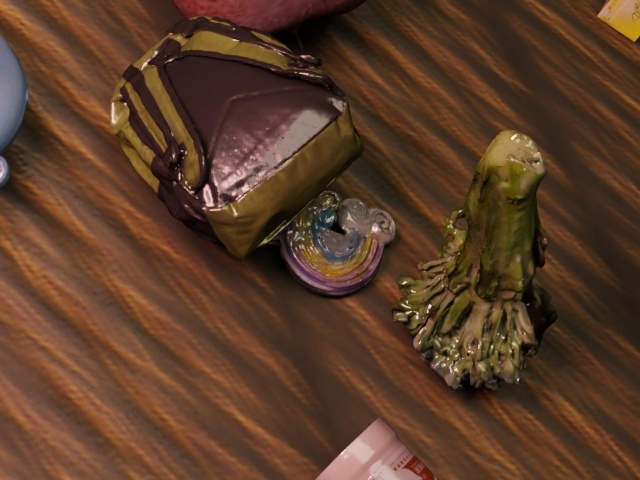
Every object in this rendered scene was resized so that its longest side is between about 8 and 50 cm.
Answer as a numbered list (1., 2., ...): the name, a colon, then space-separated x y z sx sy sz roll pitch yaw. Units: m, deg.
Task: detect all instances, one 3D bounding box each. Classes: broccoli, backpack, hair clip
1. broccoli: 0.162 0.013 1.430 0.165 0.304 0.145 36 55 21
2. backpack: -0.096 -0.118 1.465 0.207 0.140 0.253 -41 56 -15
3. hair clip: 0.000 0.000 1.531 0.172 0.049 0.116 18 70 -20

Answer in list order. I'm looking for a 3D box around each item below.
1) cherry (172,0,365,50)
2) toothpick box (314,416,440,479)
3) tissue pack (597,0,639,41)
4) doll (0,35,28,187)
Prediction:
1. cherry: -0.055 -0.344 1.569 0.261 0.307 0.221 -20 34 -18
2. toothpick box: 0.074 0.251 1.379 0.149 0.098 0.098 45 56 8
3. tissue pack: 0.422 -0.341 1.848 0.062 0.095 0.176 34 55 -1
4. doll: -0.394 -0.166 1.415 0.177 0.141 0.314 -36 72 -11
